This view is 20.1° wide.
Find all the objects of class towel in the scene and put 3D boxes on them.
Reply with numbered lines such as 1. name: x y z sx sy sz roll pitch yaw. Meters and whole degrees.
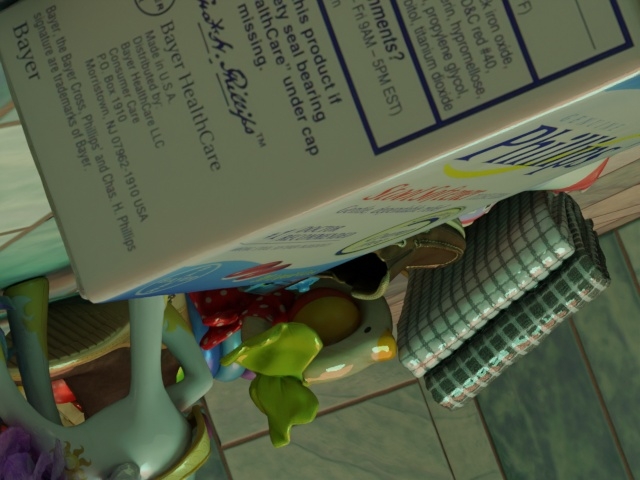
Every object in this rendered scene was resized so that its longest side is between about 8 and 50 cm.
1. towel: 0.201 0.048 2.004 0.235 0.121 0.283 -43 -170 16

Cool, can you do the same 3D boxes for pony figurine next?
1. pony figurine: -0.215 0.204 1.614 0.351 0.363 0.303 -18 174 -18

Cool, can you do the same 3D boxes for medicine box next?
1. medicine box: 0.037 -0.090 0.898 0.289 0.149 0.263 -22 173 21

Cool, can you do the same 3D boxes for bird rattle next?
1. bird rattle: -0.026 0.103 1.951 0.207 0.143 0.253 -13 -155 -8

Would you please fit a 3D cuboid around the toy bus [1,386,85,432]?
1. toy bus: -0.385 0.213 2.300 0.104 0.202 0.191 11 -161 31

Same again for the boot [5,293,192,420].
1. boot: -0.242 0.158 1.949 0.248 0.090 0.206 -23 136 -36

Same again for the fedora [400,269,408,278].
1. fedora: 0.162 0.011 2.277 0.194 0.194 0.079 -8 128 -61

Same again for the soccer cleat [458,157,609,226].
1. soccer cleat: 0.189 -0.080 1.844 0.248 0.083 0.095 -11 139 -25

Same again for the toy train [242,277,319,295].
1. toy train: 0.000 0.000 1.860 0.184 0.080 0.105 -23 167 23

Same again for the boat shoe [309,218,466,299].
1. boat shoe: 0.041 0.014 1.722 0.257 0.095 0.095 7 152 -39

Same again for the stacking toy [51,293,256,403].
1. stacking toy: -0.190 0.125 2.109 0.330 0.141 0.141 -13 171 -26

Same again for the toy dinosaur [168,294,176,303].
1. toy dinosaur: -0.149 0.024 1.860 0.090 0.047 0.082 -55 157 7
